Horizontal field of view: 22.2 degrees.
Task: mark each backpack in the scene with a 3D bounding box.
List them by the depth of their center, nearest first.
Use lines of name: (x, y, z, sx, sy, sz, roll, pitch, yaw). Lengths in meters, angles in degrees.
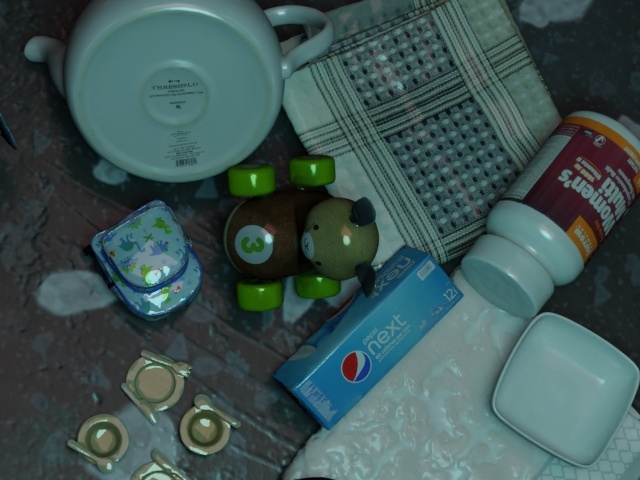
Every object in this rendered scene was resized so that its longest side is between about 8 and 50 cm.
backpack: (-0.184, 0.025, 1.760, 0.105, 0.084, 0.114, -31, 86, -13)

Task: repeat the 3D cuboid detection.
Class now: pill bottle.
pill bottle: (0.259, -0.028, 1.789, 0.121, 0.121, 0.221, 39, 71, 2)

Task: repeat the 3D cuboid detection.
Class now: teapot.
teapot: (-0.154, -0.200, 1.771, 0.256, 0.187, 0.252, 32, 115, -23)

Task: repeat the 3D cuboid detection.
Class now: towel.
towel: (0.176, 0.239, 1.784, 0.317, 0.053, 0.332, 41, 72, 2)
towel: (0.126, -0.143, 1.870, 0.312, 0.056, 0.324, -24, 80, -14)

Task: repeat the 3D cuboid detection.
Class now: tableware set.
tableware set: (-0.176, 0.210, 1.748, 0.141, 0.020, 0.168, 37, 74, 1)

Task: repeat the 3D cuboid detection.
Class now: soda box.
soda box: (0.051, 0.103, 1.764, 0.210, 0.071, 0.067, -44, 112, -9)

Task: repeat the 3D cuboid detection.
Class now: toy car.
toy car: (0.000, 0.000, 1.712, 0.149, 0.188, 0.155, -11, 104, -31)

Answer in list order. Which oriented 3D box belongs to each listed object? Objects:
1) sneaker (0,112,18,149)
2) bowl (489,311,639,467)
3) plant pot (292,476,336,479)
sneaker: (-0.428, -0.206, 1.697, 0.130, 0.236, 0.322, -22, 81, -14)
bowl: (0.259, 0.164, 1.765, 0.142, 0.053, 0.142, 32, 72, -2)
plant pot: (0.003, 0.366, 1.614, 0.212, 0.236, 0.236, 36, 90, 9)
